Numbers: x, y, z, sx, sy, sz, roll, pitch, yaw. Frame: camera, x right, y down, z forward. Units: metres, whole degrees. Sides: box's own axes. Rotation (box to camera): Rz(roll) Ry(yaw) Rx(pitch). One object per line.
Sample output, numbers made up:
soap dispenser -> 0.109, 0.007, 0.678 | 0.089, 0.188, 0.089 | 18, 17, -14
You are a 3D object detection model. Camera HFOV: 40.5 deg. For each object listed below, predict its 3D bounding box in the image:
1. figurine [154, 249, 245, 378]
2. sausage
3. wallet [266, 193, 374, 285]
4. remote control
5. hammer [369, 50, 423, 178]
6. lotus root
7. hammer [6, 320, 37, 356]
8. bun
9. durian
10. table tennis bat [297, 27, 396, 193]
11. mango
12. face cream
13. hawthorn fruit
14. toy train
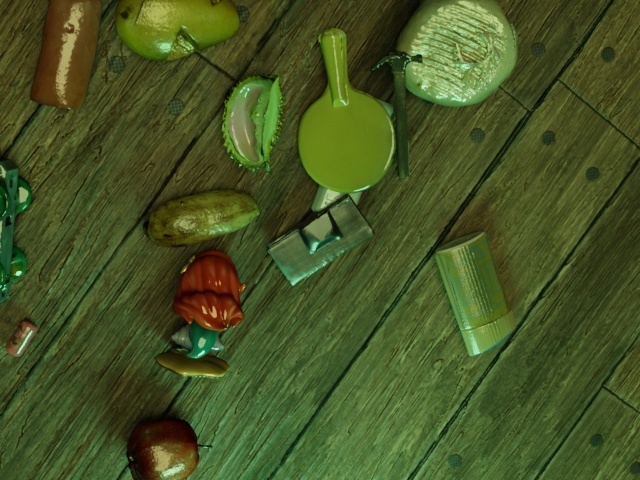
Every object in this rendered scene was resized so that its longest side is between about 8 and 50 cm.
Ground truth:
figurine -> -0.249, 0.163, 1.905 | 0.181, 0.208, 0.257 | 17, 104, 18
sausage -> -0.519, -0.403, 1.792 | 0.114, 0.113, 0.259 | 12, 98, -15
wallet -> 0.000, 0.000, 1.994 | 0.230, 0.042, 0.124 | -32, 114, 6
remote control -> 0.076, -0.188, 1.995 | 0.103, 0.051, 0.293 | 19, 96, -16
hammer -> 0.181, -0.278, 1.949 | 0.125, 0.027, 0.297 | 7, 121, 26
lotus root -> -0.264, -0.053, 1.920 | 0.258, 0.097, 0.110 | -16, 100, -13
hammer -> -0.656, 0.214, 1.904 | 0.043, 0.043, 0.083 | 32, 93, -16
bun -> 0.304, -0.429, 1.949 | 0.273, 0.168, 0.272 | 0, 106, -1
durian -> -0.142, -0.259, 1.913 | 0.137, 0.095, 0.220 | 12, 101, 21
table tennis bat -> 0.048, -0.288, 1.945 | 0.224, 0.054, 0.368 | -8, 94, 15
mango -> -0.299, -0.467, 1.822 | 0.262, 0.130, 0.167 | -14, 108, -15
face cream -> 0.381, 0.131, 2.110 | 0.139, 0.067, 0.285 | -22, 103, -7
hawthorn fruit -> -0.338, 0.477, 1.968 | 0.194, 0.157, 0.157 | -5, 101, -22
toy train -> -0.743, -0.021, 1.783 | 0.249, 0.178, 0.429 | 7, 99, -3
